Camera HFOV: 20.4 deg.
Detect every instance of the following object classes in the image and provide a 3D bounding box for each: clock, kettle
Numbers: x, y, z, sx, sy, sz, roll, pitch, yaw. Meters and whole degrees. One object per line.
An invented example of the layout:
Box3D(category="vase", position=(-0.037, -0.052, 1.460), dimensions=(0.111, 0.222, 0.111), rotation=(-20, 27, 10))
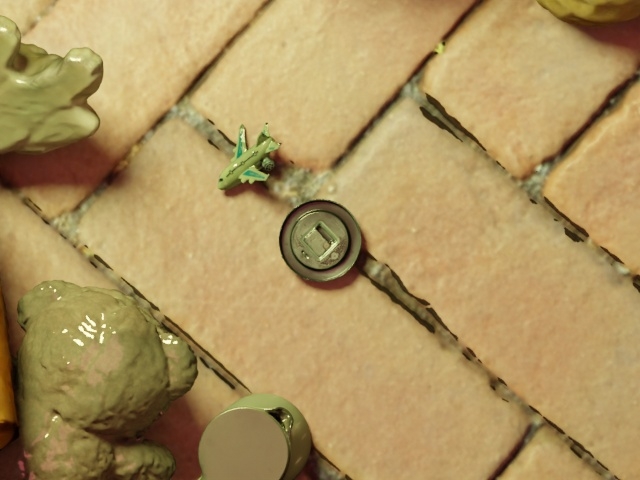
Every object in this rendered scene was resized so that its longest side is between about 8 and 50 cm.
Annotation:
Box3D(category="clock", position=(0.000, 0.000, 1.785), dimensions=(0.085, 0.017, 0.085), rotation=(0, 87, 5))
Box3D(category="kettle", position=(-0.077, 0.204, 1.718), dimensions=(0.127, 0.148, 0.098), rotation=(-11, 88, 5))

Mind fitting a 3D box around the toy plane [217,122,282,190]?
Box3D(category="toy plane", position=(-0.072, -0.078, 1.785), dimensions=(0.083, 0.033, 0.080), rotation=(-45, 49, 19))

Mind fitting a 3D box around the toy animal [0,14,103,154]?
Box3D(category="toy animal", position=(-0.353, -0.211, 1.759), dimensions=(0.308, 0.188, 0.266), rotation=(-8, 118, 15))

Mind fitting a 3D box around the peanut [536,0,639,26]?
Box3D(category="peanut", position=(0.333, -0.308, 1.702), dimensions=(0.291, 0.159, 0.143), rotation=(-27, 112, 3))

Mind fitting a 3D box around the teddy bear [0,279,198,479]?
Box3D(category="teddy bear", position=(-0.246, 0.172, 1.732), dimensions=(0.236, 0.151, 0.267), rotation=(25, 91, 4))

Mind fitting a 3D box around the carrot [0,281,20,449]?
Box3D(category="carrot", position=(-0.403, 0.053, 1.660), dimensions=(0.224, 0.224, 0.340), rotation=(-20, 70, 4))
